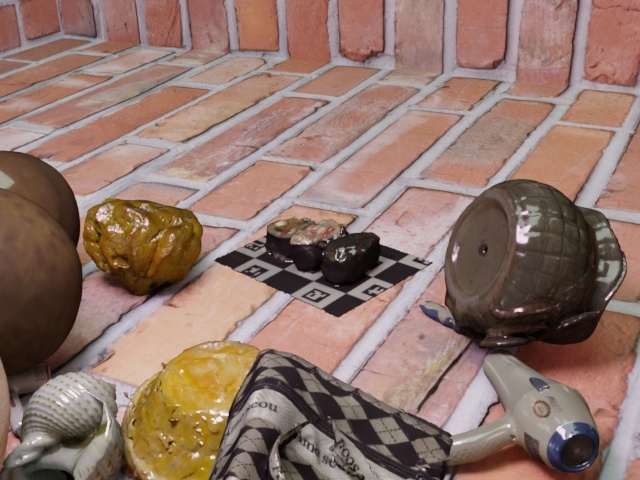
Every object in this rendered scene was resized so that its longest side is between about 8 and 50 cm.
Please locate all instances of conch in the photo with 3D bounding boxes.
[{"bbox_3d":[-0.356,0.289,1.248,0.172,0.131,0.200,34,81,22],"label":"conch"}]

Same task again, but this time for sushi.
[{"bbox_3d":[0.000,0.000,1.836,0.373,0.100,0.296,21,35,39],"label":"sushi"}]

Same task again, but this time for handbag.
[{"bbox_3d":[0.013,0.342,1.008,0.316,0.180,0.416,28,25,-7],"label":"handbag"}]

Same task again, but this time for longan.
[{"bbox_3d":[-0.629,-0.023,1.714,0.318,0.319,0.319,-2,26,1],"label":"longan"},{"bbox_3d":[-0.570,0.075,1.423,0.360,0.361,0.361,-2,26,1],"label":"longan"}]

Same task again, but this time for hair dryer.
[{"bbox_3d":[0.255,0.256,1.328,0.298,0.119,0.296,-10,18,14],"label":"hair dryer"},{"bbox_3d":[-0.505,0.273,1.393,0.154,0.044,0.183,-11,30,-13],"label":"hair dryer"}]

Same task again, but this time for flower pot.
[{"bbox_3d":[0.351,0.055,1.500,0.213,0.302,0.302,14,20,-21],"label":"flower pot"}]

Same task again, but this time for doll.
[{"bbox_3d":[0.231,0.138,1.620,0.037,0.027,0.125,-28,35,-29],"label":"doll"}]

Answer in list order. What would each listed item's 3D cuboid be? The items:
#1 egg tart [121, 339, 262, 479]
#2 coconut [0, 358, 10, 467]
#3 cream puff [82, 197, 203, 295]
[{"bbox_3d":[-0.143,0.249,1.309,0.341,0.132,0.341,-1,28,0],"label":"egg tart"},{"bbox_3d":[-0.582,0.239,1.129,0.346,0.360,0.346,15,47,-17],"label":"coconut"},{"bbox_3d":[-0.351,-0.002,1.753,0.244,0.196,0.244,21,22,-9],"label":"cream puff"}]
